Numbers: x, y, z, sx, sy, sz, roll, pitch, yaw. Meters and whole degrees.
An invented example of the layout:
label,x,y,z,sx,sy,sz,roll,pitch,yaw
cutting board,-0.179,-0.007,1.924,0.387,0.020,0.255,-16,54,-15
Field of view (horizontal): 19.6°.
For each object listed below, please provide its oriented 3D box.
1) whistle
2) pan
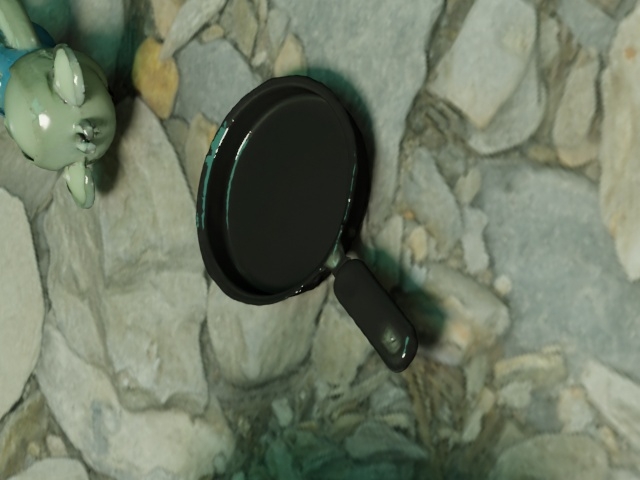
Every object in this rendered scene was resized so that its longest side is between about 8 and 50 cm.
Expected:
label,x,y,z,sx,sy,sz,roll,pitch,yaw
whistle,-0.196,-0.110,1.250,0.236,0.077,0.114,40,141,51
pan,0.000,0.000,1.037,0.136,0.028,0.235,-58,42,19
